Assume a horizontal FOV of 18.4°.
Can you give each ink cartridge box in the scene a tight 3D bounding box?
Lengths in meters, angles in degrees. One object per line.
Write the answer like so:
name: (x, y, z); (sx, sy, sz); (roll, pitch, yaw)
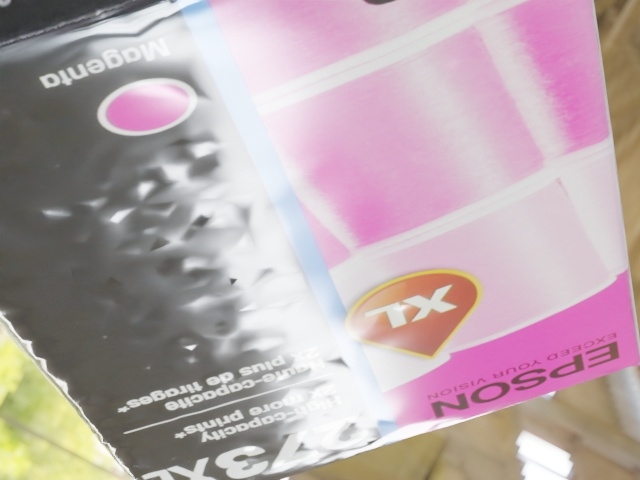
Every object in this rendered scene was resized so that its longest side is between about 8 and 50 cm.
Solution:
ink cartridge box: (0.000, 0.000, 0.595); (0.371, 0.176, 0.069); (65, 8, -64)
